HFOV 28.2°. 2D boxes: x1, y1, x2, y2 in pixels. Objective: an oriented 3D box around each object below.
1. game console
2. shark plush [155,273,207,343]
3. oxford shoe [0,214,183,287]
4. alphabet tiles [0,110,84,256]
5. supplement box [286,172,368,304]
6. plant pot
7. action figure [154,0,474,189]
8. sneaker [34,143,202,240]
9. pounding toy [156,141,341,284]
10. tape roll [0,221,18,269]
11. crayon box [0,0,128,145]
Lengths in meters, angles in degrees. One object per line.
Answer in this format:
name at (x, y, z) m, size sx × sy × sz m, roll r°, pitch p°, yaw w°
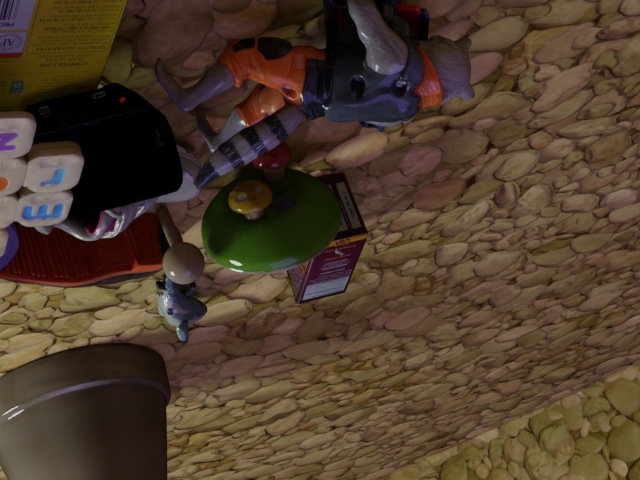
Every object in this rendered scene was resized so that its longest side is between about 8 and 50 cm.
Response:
game console at (-0.328, -0.063, 1.328) m, size 0.361 × 0.044 × 0.213 m, roll -15°, pitch 159°, yaw -4°
shark plush at (-0.217, 0.080, 1.922) m, size 0.067 × 0.073 × 0.161 m, roll -35°, pitch 137°, yaw -14°
oxford shoe at (-0.315, 0.029, 1.659) m, size 0.271 × 0.097 × 0.098 m, roll -1°, pitch 156°, yaw -35°
alphabet tiles at (-0.381, -0.046, 1.244) m, size 0.284 × 0.021 × 0.278 m, roll -6°, pitch 153°, yaw -24°
supplement box at (0.000, 0.000, 1.817) m, size 0.081 × 0.104 × 0.188 m, roll -13°, pitch 155°, yaw -16°
plant pot at (-0.380, 0.364, 2.081) m, size 0.323 × 0.280 × 0.323 m, roll -15°, pitch 155°, yaw -7°
action figure at (0.015, -0.155, 1.435) m, size 0.330 × 0.178 × 0.341 m, roll -12°, pitch 154°, yaw 6°
sneaker at (-0.251, -0.051, 1.515) m, size 0.252 × 0.111 × 0.103 m, roll -5°, pitch 152°, yaw -30°
pounding toy at (-0.097, -0.051, 1.609) m, size 0.237 × 0.183 × 0.110 m, roll -14°, pitch 130°, yaw -4°
tape roll at (-0.454, -0.013, 1.483) m, size 0.189 × 0.080 × 0.189 m, roll -15°, pitch 155°, yaw -7°
crayon box at (-0.317, -0.181, 1.233) m, size 0.202 × 0.081 × 0.318 m, roll -6°, pitch 152°, yaw -27°
